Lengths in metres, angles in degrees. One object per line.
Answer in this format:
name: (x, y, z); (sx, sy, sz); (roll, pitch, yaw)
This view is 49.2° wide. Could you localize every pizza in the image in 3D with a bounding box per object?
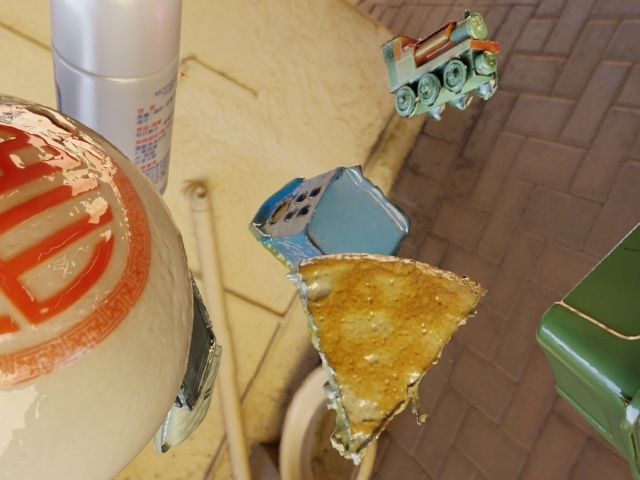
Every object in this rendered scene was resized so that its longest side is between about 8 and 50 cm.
pizza: (0.060, 0.150, 0.935); (0.075, 0.279, 0.288); (83, -158, -66)

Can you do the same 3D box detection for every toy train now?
toy train: (0.152, -0.224, 0.892); (0.176, 0.074, 0.118); (-19, 78, 57)

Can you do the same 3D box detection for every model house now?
model house: (0.000, 0.000, 1.520); (0.303, 0.237, 0.216); (-13, 42, 48)

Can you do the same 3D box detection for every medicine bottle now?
medicine bottle: (-0.220, -0.177, 0.756); (0.341, 0.130, 0.130); (112, 162, -51)

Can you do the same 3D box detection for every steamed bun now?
steamed bun: (-0.207, 0.025, 0.418); (0.177, 0.283, 0.283); (130, 149, -49)

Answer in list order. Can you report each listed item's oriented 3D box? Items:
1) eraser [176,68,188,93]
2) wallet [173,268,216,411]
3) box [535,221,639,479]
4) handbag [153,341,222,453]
eraser: (-0.375, -0.257, 1.314); (0.157, 0.038, 0.230); (35, 90, 20)
wallet: (-0.300, 0.131, 1.354); (0.075, 0.342, 0.237); (-10, 30, 14)
box: (0.415, 0.093, 0.804); (0.328, 0.253, 0.178); (-41, 45, -6)
handbag: (-0.303, 0.358, 1.551); (0.219, 0.079, 0.256); (-56, -14, -55)
